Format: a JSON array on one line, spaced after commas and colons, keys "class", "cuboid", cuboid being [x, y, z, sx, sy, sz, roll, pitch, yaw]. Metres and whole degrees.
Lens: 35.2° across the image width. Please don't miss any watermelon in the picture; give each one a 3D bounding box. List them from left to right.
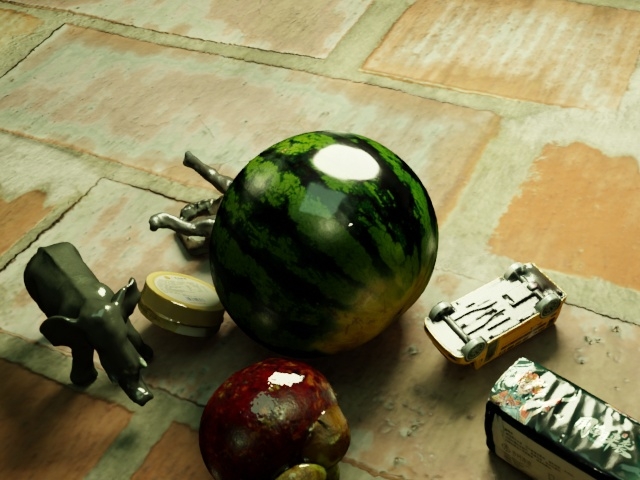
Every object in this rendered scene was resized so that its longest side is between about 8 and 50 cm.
[{"class": "watermelon", "cuboid": [0.003, 0.003, 1.140, 0.268, 0.269, 0.269, -4, 42, 4]}]

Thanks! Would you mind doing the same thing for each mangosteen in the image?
[{"class": "mangosteen", "cuboid": [-0.032, 0.207, 1.014, 0.181, 0.156, 0.146, 41, 29, 7]}]

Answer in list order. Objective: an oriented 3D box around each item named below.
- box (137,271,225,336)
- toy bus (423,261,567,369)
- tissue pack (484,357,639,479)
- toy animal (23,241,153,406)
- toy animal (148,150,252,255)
[{"class": "box", "cuboid": [-0.163, 0.074, 1.200, 0.105, 0.037, 0.105, 20, 16, -6]}, {"class": "toy bus", "cuboid": [0.194, 0.091, 1.138, 0.162, 0.074, 0.069, -26, 53, -21]}, {"class": "tissue pack", "cuboid": [0.249, 0.199, 0.993, 0.170, 0.103, 0.090, 29, 60, 34]}, {"class": "toy animal", "cuboid": [-0.269, 0.095, 1.150, 0.245, 0.146, 0.114, 29, 53, 32]}, {"class": "toy animal", "cuboid": [-0.125, -0.041, 1.325, 0.148, 0.085, 0.233, 4, 40, 11]}]
